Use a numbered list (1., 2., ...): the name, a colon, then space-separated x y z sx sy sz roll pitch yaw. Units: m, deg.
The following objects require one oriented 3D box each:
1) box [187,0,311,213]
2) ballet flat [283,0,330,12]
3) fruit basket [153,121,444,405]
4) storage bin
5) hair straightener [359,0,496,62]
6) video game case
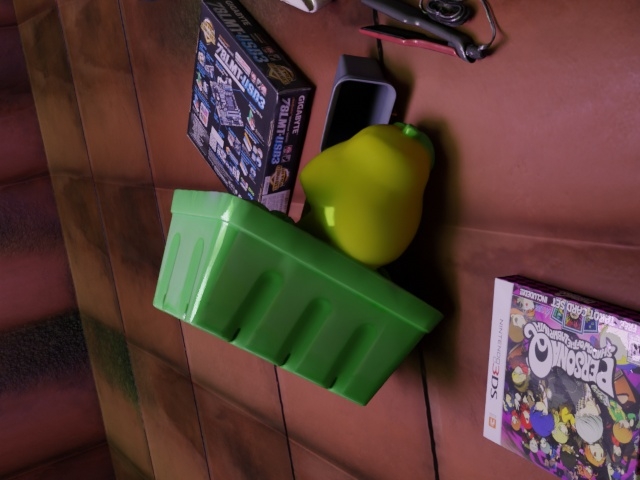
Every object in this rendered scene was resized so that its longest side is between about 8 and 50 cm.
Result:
1. box: -0.136 -0.224 1.496 0.295 0.073 0.293 52 143 35
2. ballet flat: -0.005 -0.392 1.182 0.342 0.116 0.124 -13 111 57
3. fruit basket: 0.000 0.000 1.170 0.283 0.392 0.392 9 111 62
4. storage bin: 0.053 -0.189 1.185 0.091 0.098 0.135 -95 14 -46
5. hair straightener: 0.129 -0.276 1.043 0.230 0.047 0.089 35 133 48
6. video game case: 0.282 0.165 0.966 0.232 0.042 0.210 20 112 56
